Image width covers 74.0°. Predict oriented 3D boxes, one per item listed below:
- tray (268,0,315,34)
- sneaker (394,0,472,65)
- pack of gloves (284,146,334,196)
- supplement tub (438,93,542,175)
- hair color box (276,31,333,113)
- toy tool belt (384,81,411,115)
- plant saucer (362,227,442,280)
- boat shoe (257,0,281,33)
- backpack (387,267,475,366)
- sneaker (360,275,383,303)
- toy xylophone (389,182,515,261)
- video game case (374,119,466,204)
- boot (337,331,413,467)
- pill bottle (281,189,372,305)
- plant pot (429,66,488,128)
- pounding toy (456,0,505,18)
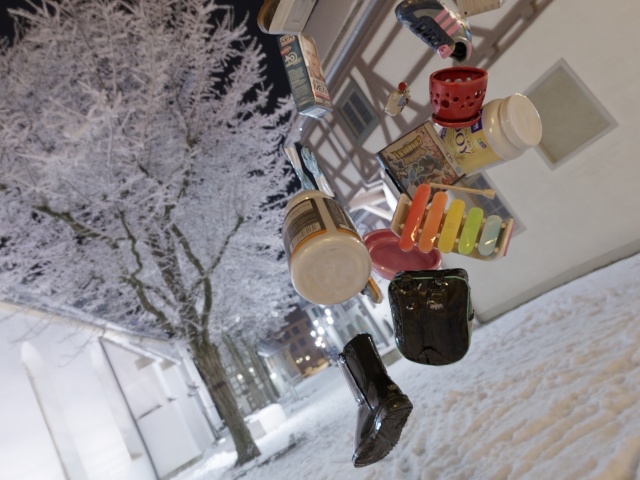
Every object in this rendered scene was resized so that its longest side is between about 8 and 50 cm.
[{"bbox_3d":[-0.051,-0.743,1.290,0.145,0.030,0.270,-27,-19,-46],"label":"tray"},{"bbox_3d":[0.363,-0.640,1.308,0.319,0.130,0.112,1,-11,-34],"label":"sneaker"},{"bbox_3d":[-0.059,-0.270,1.730,0.046,0.231,0.195,-39,27,-23],"label":"pack of gloves"},{"bbox_3d":[0.652,-0.404,1.664,0.241,0.240,0.331,-22,1,-33],"label":"supplement tub"},{"bbox_3d":[-0.065,-0.740,1.894,0.105,0.346,0.174,-16,0,28],"label":"hair color box"},{"bbox_3d":[0.187,-0.334,0.996,0.051,0.052,0.083,-29,-27,-46],"label":"toy tool belt"},{"bbox_3d":[0.320,0.067,1.728,0.332,0.332,0.084,-21,-49,-36],"label":"plant saucer"},{"bbox_3d":[-0.140,-0.827,1.487,0.307,0.105,0.110,-57,-35,-25],"label":"boat shoe"},{"bbox_3d":[0.228,0.153,0.868,0.166,0.188,0.144,-6,1,19],"label":"backpack"},{"bbox_3d":[0.101,0.112,1.226,0.083,0.215,0.084,-38,-38,-4],"label":"sneaker"},{"bbox_3d":[0.364,-0.062,1.182,0.323,0.235,0.081,8,-15,19],"label":"toy xylophone"},{"bbox_3d":[0.359,-0.264,1.501,0.275,0.248,0.035,-35,2,-25],"label":"video game case"},{"bbox_3d":[0.101,0.358,0.965,0.094,0.207,0.246,1,-57,-25],"label":"boot"},{"bbox_3d":[0.000,0.000,0.918,0.162,0.162,0.278,-32,28,7],"label":"pill bottle"},{"bbox_3d":[0.474,-0.495,1.482,0.191,0.191,0.173,-25,-50,-25],"label":"plant pot"},{"bbox_3d":[0.296,-0.557,0.825,0.094,0.205,0.181,6,46,41],"label":"pounding toy"}]
